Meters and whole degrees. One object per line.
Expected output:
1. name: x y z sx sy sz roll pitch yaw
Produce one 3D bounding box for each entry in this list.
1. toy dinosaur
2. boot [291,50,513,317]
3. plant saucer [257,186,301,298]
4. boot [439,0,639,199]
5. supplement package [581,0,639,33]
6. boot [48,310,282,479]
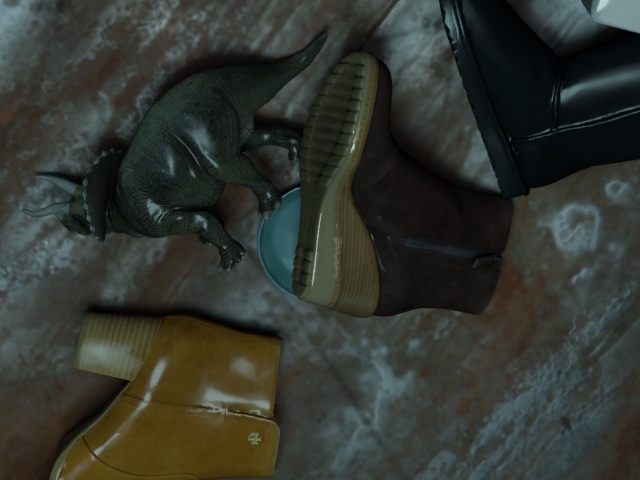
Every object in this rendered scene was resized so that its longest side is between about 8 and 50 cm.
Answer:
1. toy dinosaur: -0.113 -0.076 1.762 0.160 0.121 0.313 37 109 -26
2. boot: 0.084 -0.048 1.785 0.207 0.090 0.248 2 107 -29
3. plant saucer: 0.000 0.000 1.838 0.119 0.021 0.119 0 109 -1
4. boot: 0.229 -0.167 1.742 0.207 0.094 0.246 -18 115 9
5. supplement package: 0.313 -0.282 1.648 0.149 0.203 0.194 14 108 -4
6. boot: -0.150 0.214 1.868 0.211 0.104 0.295 12 104 -4
